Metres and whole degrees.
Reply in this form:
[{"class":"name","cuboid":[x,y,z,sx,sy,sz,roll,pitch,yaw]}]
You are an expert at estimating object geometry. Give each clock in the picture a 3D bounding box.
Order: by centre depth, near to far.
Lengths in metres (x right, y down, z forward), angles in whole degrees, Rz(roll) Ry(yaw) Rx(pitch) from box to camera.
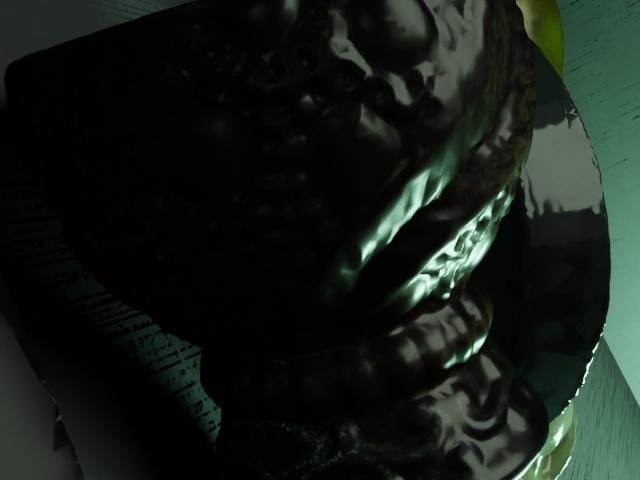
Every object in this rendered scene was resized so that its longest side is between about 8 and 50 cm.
[{"class":"clock","cuboid":[0.072,-0.007,0.743,0.066,0.319,0.318,-10,67,-28]}]

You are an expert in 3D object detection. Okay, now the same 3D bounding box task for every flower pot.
[{"class":"flower pot","cuboid":[0.000,0.000,0.557,0.266,0.267,0.267,-54,128,-71]}]

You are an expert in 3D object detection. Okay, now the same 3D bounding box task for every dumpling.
[{"class":"dumpling","cuboid":[0.239,0.215,1.181,0.169,0.100,0.134,20,58,-63]}]

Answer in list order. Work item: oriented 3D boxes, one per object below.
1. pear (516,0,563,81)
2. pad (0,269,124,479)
[{"class":"pear","cuboid":[0.085,-0.169,1.053,0.375,0.287,0.287,25,38,-37]},{"class":"pad","cuboid":[-0.120,0.084,0.417,0.250,0.055,0.323,65,17,11]}]
